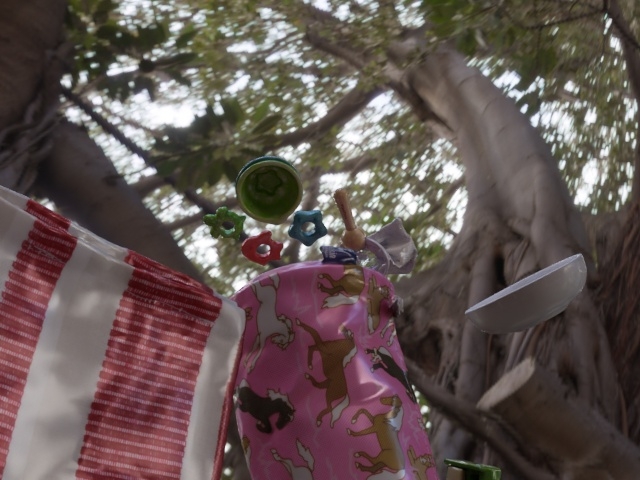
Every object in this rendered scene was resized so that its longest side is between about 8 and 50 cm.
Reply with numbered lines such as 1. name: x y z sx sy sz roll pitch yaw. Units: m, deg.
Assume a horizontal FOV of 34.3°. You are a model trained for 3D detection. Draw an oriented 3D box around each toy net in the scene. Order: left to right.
1. toy net: 0.000 0.000 1.084 0.232 0.045 0.122 27 -71 -21

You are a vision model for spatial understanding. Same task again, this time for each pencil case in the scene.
1. pencil case: 0.028 0.206 0.926 0.167 0.160 0.386 -25 -111 28

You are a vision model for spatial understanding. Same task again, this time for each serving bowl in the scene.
1. serving bowl: 0.136 0.039 0.665 0.083 0.083 0.027 -28 -94 24

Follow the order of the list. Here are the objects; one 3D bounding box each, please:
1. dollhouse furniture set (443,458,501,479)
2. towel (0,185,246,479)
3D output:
1. dollhouse furniture set: 0.028 0.149 0.564 0.151 0.076 0.059 8 -97 -26
2. towel: -0.187 0.090 0.669 0.329 0.237 0.037 30 -36 -35
